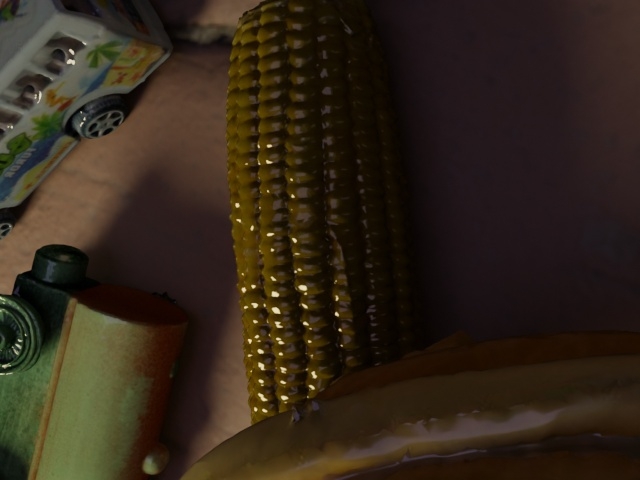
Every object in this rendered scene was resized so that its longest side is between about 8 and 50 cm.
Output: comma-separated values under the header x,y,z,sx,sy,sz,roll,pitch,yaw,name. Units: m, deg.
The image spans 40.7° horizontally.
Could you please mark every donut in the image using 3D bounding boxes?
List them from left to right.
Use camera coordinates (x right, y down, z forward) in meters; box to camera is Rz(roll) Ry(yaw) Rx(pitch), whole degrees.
x,y,z,sx,sy,sz,roll,pitch,yaw,name
0.112,0.236,0.452,0.449,0.198,0.448,3,115,6,donut

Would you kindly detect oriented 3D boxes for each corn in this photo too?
x,y,z,sx,sy,sz,roll,pitch,yaw,name
0.000,0.000,0.589,0.131,0.131,0.344,-7,88,26,corn

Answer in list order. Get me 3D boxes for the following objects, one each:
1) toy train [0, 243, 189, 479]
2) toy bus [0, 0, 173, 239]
x,y,z,sx,sy,sz,roll,pitch,yaw,name
-0.206,0.152,0.711,0.177,0.116,0.285,18,100,11,toy train
-0.278,-0.093,0.709,0.330,0.136,0.109,-40,74,21,toy bus
